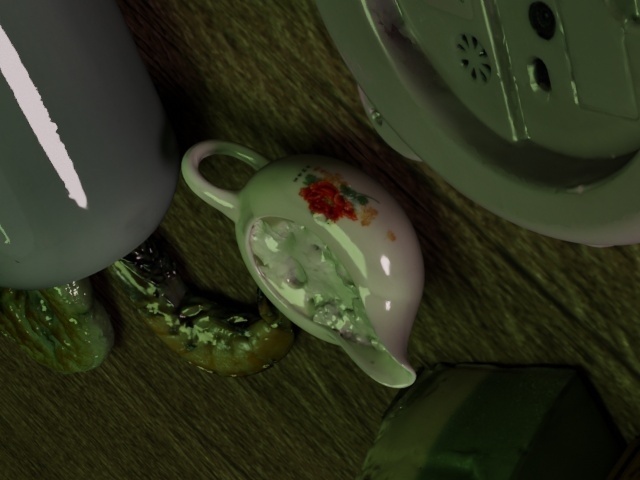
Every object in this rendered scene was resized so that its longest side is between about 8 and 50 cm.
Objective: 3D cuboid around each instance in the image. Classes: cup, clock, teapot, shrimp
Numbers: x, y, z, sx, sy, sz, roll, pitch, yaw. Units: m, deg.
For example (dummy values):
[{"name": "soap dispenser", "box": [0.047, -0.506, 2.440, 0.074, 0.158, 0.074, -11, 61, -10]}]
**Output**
[{"name": "cup", "box": [-0.236, -0.127, 0.850, 0.205, 0.205, 0.312, 6, 129, 43]}, {"name": "clock", "box": [0.103, -0.130, 0.523, 0.322, 0.113, 0.295, 26, 140, 56]}, {"name": "teapot", "box": [0.000, 0.000, 0.824, 0.226, 0.092, 0.145, 38, 142, 15]}, {"name": "shrimp", "box": [-0.117, 0.007, 1.002, 0.262, 0.051, 0.198, 52, 138, -10]}]

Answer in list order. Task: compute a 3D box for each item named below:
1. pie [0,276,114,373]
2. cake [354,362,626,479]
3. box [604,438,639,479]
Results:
[{"name": "pie", "box": [-0.303, 0.044, 1.219, 0.240, 0.054, 0.240, 30, 144, 25]}, {"name": "cake", "box": [0.143, 0.250, 0.854, 0.158, 0.172, 0.283, -5, 122, 51]}, {"name": "box", "box": [0.263, 0.195, 0.647, 0.301, 0.193, 0.084, -14, 112, 52]}]
